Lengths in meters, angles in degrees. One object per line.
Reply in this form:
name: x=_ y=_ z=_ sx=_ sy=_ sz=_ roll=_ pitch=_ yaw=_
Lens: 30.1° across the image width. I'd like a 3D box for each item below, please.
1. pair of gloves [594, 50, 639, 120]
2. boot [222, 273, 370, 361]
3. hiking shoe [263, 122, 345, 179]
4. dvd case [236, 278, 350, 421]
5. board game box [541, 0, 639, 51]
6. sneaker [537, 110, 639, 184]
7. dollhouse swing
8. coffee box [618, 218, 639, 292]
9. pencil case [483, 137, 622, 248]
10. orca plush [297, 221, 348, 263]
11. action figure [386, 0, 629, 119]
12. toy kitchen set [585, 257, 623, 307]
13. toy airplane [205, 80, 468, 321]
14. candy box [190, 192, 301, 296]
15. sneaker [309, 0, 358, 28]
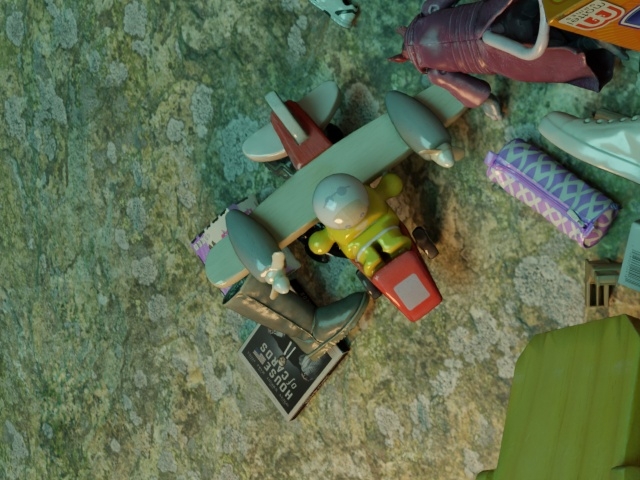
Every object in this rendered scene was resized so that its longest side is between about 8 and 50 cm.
pair of gloves: x=0.476 y=-0.181 z=1.637 sx=0.204 sy=0.042 sz=0.240 roll=33 pitch=125 yaw=31
boot: x=-0.043 y=0.107 z=2.121 sx=0.208 sy=0.076 sz=0.189 roll=40 pitch=113 yaw=-11
hiking shoe: x=-0.004 y=-0.155 z=2.086 sx=0.226 sy=0.086 sz=0.114 roll=18 pitch=108 yaw=29
dvd case: x=-0.056 y=0.213 z=2.287 sx=0.179 sy=0.029 sz=0.239 roll=51 pitch=131 yaw=19
board game box: x=0.454 y=-0.433 z=1.283 sx=0.356 sy=0.356 sz=0.357 roll=-25 pitch=68 yaw=45
sneaker: x=0.436 y=-0.140 z=1.606 sx=0.290 sy=0.106 sz=0.123 roll=27 pitch=107 yaw=32
dollhouse swing: x=0.400 y=0.313 z=1.547 sx=0.315 sy=0.305 sz=0.347 roll=33 pitch=158 yaw=-12
coffee box: x=0.544 y=0.045 z=1.580 sx=0.246 sy=0.141 sz=0.098 roll=25 pitch=119 yaw=35
pencil case: x=0.343 y=-0.070 z=1.769 sx=0.206 sy=0.088 sz=0.086 roll=39 pitch=125 yaw=29
orca plush: x=0.000 y=0.000 z=2.108 sx=0.287 sy=0.102 sz=0.151 roll=43 pitch=129 yaw=25
action figure: x=0.232 y=-0.273 z=1.680 sx=0.370 sy=0.275 sz=0.248 roll=-2 pitch=106 yaw=40
toy kitchen set: x=0.431 y=0.071 z=1.751 sx=0.068 sy=0.083 sz=0.075 roll=-3 pitch=106 yaw=2
toy airplane: x=0.028 y=-0.084 z=1.881 sx=0.384 sy=0.272 sz=0.386 roll=10 pitch=92 yaw=5
candy box: x=-0.144 y=0.025 z=2.237 sx=0.165 sy=0.070 sz=0.196 roll=57 pitch=147 yaw=3
sneaker: x=0.021 y=-0.400 z=2.004 sx=0.109 sy=0.040 sz=0.044 roll=40 pitch=112 yaw=23
